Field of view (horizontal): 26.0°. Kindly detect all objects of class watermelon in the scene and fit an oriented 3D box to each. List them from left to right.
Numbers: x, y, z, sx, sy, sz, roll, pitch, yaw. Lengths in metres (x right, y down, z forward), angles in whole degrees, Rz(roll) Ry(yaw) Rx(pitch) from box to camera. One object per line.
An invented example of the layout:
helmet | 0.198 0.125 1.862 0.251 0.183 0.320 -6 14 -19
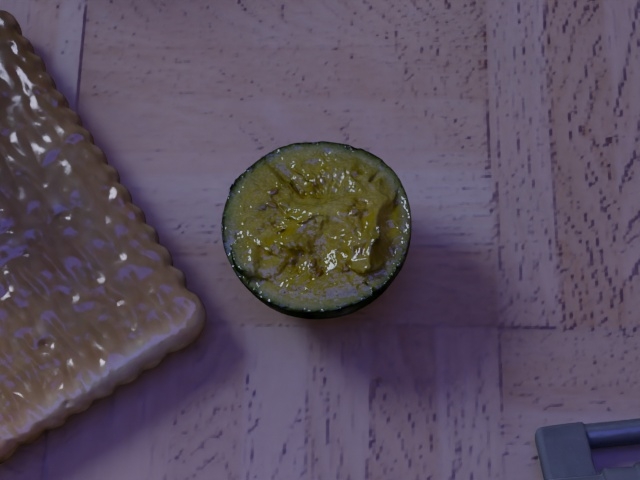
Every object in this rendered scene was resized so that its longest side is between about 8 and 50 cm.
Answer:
watermelon | 0.000 0.000 0.768 0.105 0.062 0.105 -3 61 5

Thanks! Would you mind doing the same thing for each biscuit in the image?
biscuit | -0.189 -0.007 0.791 0.160 0.030 0.250 -33 71 -11

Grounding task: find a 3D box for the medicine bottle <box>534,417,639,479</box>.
medicine bottle | 0.226 0.124 0.721 0.220 0.061 0.092 -3 43 0
